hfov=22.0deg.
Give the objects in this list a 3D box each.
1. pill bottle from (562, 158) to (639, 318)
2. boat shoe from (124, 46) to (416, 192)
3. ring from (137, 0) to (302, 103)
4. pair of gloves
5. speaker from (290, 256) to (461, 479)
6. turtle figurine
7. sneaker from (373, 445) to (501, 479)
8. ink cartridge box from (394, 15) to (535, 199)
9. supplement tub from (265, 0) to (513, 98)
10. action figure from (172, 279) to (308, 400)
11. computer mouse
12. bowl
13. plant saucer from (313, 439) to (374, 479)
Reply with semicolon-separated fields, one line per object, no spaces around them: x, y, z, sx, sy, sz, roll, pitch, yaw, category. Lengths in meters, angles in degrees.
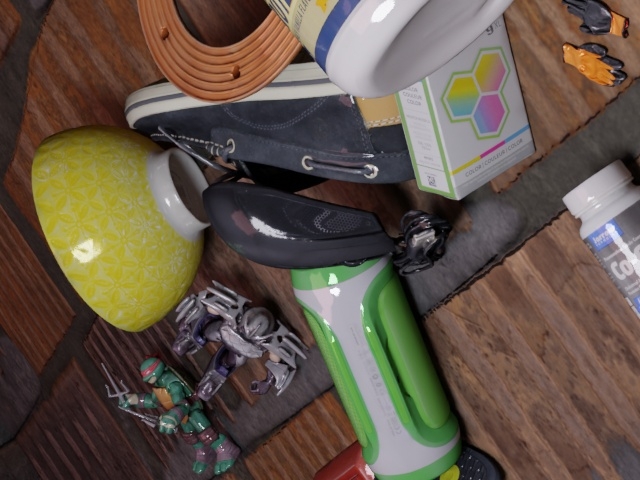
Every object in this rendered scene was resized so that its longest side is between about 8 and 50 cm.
0.287;-0.001;1.509;0.137;0.078;0.078;55;152;6;pill bottle
-0.054;-0.129;1.820;0.500;0.187;0.156;3;112;51;boat shoe
-0.084;-0.307;1.699;0.337;0.032;0.336;-6;83;48;ring
0.244;-0.179;1.474;0.074;0.010;0.083;33;142;39;pair of gloves
0.067;0.141;1.950;0.131;0.131;0.296;5;121;57;speaker
-0.231;0.261;2.559;0.234;0.118;0.175;49;170;-16;turtle figurine
0.160;0.301;2.043;0.082;0.069;0.209;34;154;-30;sneaker
0.128;-0.157;1.577;0.062;0.109;0.209;18;132;50;ink cartridge box
0.017;-0.305;1.428;0.316;0.228;0.228;51;151;14;supplement tub
-0.122;0.142;2.274;0.185;0.099;0.285;47;158;-5;action figure
0.000;0.000;1.778;0.272;0.072;0.188;12;167;1;computer mouse
-0.234;-0.040;2.188;0.156;0.289;0.289;-25;99;18;bowl
0.090;0.406;2.261;0.259;0.048;0.258;53;152;7;plant saucer
